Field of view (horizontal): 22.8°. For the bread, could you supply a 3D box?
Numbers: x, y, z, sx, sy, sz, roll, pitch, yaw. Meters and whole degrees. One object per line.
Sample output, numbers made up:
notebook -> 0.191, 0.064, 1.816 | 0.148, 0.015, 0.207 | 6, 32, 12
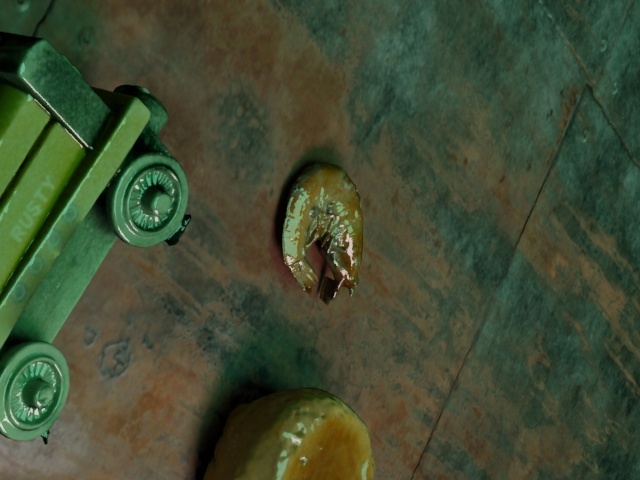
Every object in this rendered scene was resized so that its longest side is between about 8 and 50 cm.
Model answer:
bread -> -0.043, 0.286, 1.860 | 0.244, 0.134, 0.244 | -22, 120, -45

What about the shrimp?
shrimp -> -0.002, -0.001, 1.876 | 0.132, 0.052, 0.187 | -29, 120, -30

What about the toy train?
toy train -> -0.283, -0.003, 1.392 | 0.397, 0.160, 0.253 | -60, 137, -17
